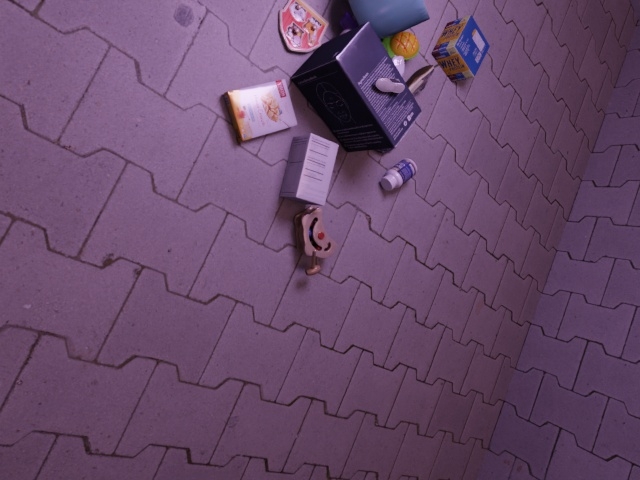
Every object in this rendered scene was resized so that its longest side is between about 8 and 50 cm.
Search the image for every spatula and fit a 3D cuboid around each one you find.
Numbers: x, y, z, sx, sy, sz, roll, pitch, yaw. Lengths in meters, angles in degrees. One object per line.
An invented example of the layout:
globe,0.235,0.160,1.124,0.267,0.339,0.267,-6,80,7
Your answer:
spatula,0.173,-0.956,1.653,0.084,0.030,0.296,44,72,-32

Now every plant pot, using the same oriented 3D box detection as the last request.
plant pot,0.238,-0.899,1.481,0.293,0.235,0.292,46,32,-40

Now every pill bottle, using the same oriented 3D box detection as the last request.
pill bottle,0.358,-0.300,1.844,0.169,0.094,0.094,-38,117,-25

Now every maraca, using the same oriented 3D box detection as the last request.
maraca,0.347,-0.850,1.753,0.186,0.099,0.127,-13,85,-12

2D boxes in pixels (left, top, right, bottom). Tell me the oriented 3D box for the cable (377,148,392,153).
cable,0.283,-0.468,1.803,0.185,0.047,0.150,-36,121,-28

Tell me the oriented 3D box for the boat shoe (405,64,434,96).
boat shoe,0.450,-0.726,1.857,0.223,0.080,0.073,-45,125,-15

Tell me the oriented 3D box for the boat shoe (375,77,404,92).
boat shoe,0.238,-0.548,1.399,0.125,0.038,0.046,-4,142,-29

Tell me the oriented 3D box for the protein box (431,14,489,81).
protein box,0.683,-0.928,1.946,0.201,0.136,0.199,35,77,-33

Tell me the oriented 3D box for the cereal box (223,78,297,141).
cereal box,-0.212,-0.474,1.451,0.240,0.047,0.172,-27,112,-29

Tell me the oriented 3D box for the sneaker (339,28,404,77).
sneaker,0.219,-0.733,1.661,0.210,0.137,0.365,-51,126,-19

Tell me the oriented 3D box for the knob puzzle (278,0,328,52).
knob puzzle,-0.070,-0.795,1.497,0.213,0.030,0.212,-2,95,-29

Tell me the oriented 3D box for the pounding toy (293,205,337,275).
pounding toy,0.000,0.000,1.605,0.154,0.155,0.269,-13,104,-28

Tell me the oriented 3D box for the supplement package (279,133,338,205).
supplement package,-0.044,-0.269,1.543,0.134,0.139,0.243,14,90,-34

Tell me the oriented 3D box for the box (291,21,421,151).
box,0.139,-0.558,1.532,0.395,0.294,0.212,46,71,-31
